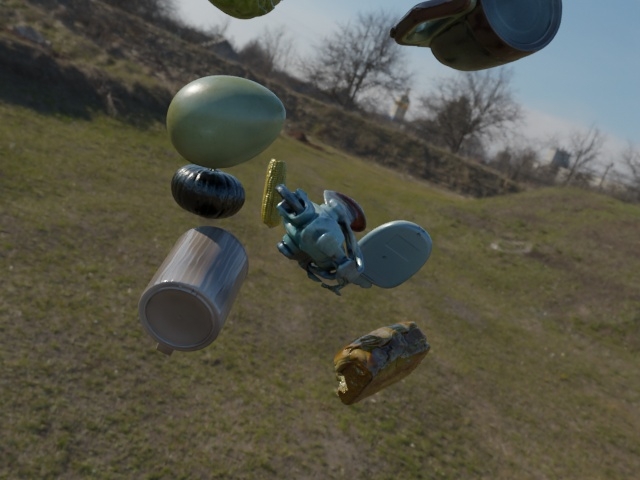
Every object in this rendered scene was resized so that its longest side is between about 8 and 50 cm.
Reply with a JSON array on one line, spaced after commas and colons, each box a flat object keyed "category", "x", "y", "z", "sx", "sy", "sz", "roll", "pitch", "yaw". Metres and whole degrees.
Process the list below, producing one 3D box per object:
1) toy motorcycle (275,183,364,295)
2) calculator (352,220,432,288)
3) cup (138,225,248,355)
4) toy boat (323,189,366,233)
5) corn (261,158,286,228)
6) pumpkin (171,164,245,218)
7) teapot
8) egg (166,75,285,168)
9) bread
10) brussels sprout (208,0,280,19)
[{"category": "toy motorcycle", "x": 0.000, "y": 0.000, "z": 1.244, "sx": 0.206, "sy": 0.154, "sz": 0.260, "roll": 51, "pitch": -2, "yaw": 21}, {"category": "calculator", "x": 0.190, "y": 0.052, "z": 1.825, "sx": 0.188, "sy": 0.302, "sz": 0.042, "roll": 33, "pitch": 38, "yaw": -15}, {"category": "cup", "x": -0.332, "y": 0.131, "z": 1.580, "sx": 0.208, "sy": 0.288, "sz": 0.273, "roll": 52, "pitch": 22, "yaw": -19}, {"category": "toy boat", "x": 0.073, "y": -0.090, "z": 2.267, "sx": 0.206, "sy": 0.096, "sz": 0.282, "roll": 46, "pitch": 21, "yaw": -4}, {"category": "corn", "x": -0.135, "y": -0.136, "z": 1.868, "sx": 0.067, "sy": 0.206, "sz": 0.067, "roll": 7, "pitch": 6, "yaw": -1}, {"category": "pumpkin", "x": -0.297, "y": -0.133, "z": 1.686, "sx": 0.202, "sy": 0.140, "sz": 0.202, "roll": 17, "pitch": 5, "yaw": -2}, {"category": "teapot", "x": 0.340, "y": -0.513, "z": 1.498, "sx": 0.315, "sy": 0.233, "sz": 0.312, "roll": -3, "pitch": -2, "yaw": -25}, {"category": "egg", "x": -0.223, "y": -0.285, "z": 1.512, "sx": 0.295, "sy": 0.218, "sz": 0.218, "roll": -8, "pitch": -1, "yaw": 20}, {"category": "bread", "x": 0.168, "y": 0.340, "z": 1.852, "sx": 0.344, "sy": 0.195, "sz": 0.149, "roll": -11, "pitch": 51, "yaw": -49}, {"category": "brussels sprout", "x": -0.232, "y": -0.770, "z": 1.763, "sx": 0.328, "sy": 0.247, "sz": 0.328, "roll": 27, "pitch": 47, "yaw": -32}]
